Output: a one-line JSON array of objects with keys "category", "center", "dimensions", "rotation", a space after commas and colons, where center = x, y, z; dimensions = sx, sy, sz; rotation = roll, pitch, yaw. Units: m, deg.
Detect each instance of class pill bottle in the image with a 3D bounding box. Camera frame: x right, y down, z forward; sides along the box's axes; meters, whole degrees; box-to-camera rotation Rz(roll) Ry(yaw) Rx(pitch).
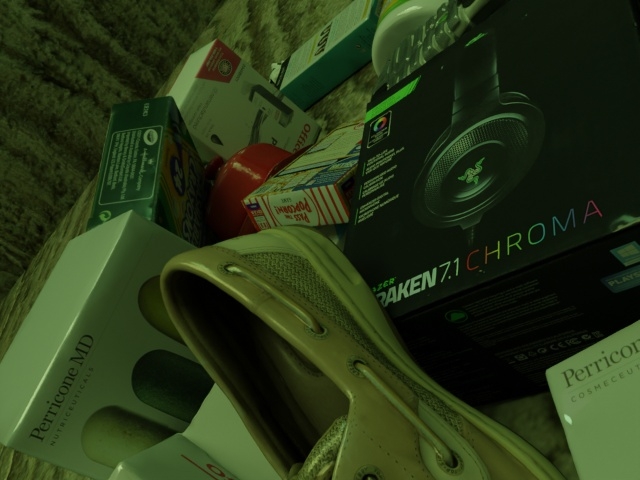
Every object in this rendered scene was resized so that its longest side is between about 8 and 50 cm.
[{"category": "pill bottle", "center": [0.145, -0.287, 0.733], "dimensions": [0.136, 0.136, 0.246], "rotation": [-25, 40, 45]}]

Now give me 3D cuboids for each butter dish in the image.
[{"category": "butter dish", "center": [-0.100, -0.071, 0.843], "dimensions": [0.160, 0.118, 0.160], "rotation": [-62, -7, 28]}]

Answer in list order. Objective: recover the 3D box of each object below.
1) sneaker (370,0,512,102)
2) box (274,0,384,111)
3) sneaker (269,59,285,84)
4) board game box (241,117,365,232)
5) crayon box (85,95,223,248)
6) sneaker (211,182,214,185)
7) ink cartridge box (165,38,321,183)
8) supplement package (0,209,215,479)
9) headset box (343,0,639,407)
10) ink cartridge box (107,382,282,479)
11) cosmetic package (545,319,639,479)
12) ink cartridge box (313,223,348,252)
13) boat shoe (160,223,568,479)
[{"category": "sneaker", "center": [0.152, -0.165, 0.608], "dimensions": [0.228, 0.132, 0.086], "rotation": [-41, 29, 50]}, {"category": "box", "center": [0.020, -0.308, 1.043], "dimensions": [0.244, 0.060, 0.101], "rotation": [-27, 38, 43]}, {"category": "sneaker", "center": [-0.071, -0.330, 1.252], "dimensions": [0.109, 0.040, 0.044], "rotation": [19, 93, 66]}, {"category": "board game box", "center": [0.028, -0.082, 0.692], "dimensions": [0.146, 0.045, 0.193], "rotation": [-4, 30, 46]}, {"category": "crayon box", "center": [-0.189, -0.001, 0.844], "dimensions": [0.083, 0.323, 0.203], "rotation": [-7, 54, 5]}, {"category": "sneaker", "center": [-0.275, -0.009, 1.062], "dimensions": [0.321, 0.127, 0.126], "rotation": [-57, -2, -13]}, {"category": "ink cartridge box", "center": [-0.123, -0.164, 0.947], "dimensions": [0.092, 0.217, 0.159], "rotation": [-7, 54, 50]}, {"category": "supplement package", "center": [-0.141, 0.134, 0.598], "dimensions": [0.198, 0.262, 0.199], "rotation": [-13, 50, 54]}, {"category": "headset box", "center": [0.150, -0.048, 0.470], "dimensions": [0.246, 0.131, 0.283], "rotation": [-29, 37, 41]}, {"category": "ink cartridge box", "center": [-0.085, 0.273, 0.398], "dimensions": [0.354, 0.207, 0.119], "rotation": [-58, -10, -3]}, {"category": "cosmetic package", "center": [0.189, 0.136, 0.259], "dimensions": [0.117, 0.085, 0.231], "rotation": [-39, 33, 28]}, {"category": "ink cartridge box", "center": [0.000, 0.000, 0.737], "dimensions": [0.104, 0.061, 0.181], "rotation": [-58, 27, -8]}, {"category": "boat shoe", "center": [0.027, 0.130, 0.343], "dimensions": [0.341, 0.110, 0.122], "rotation": [47, 125, 28]}]
